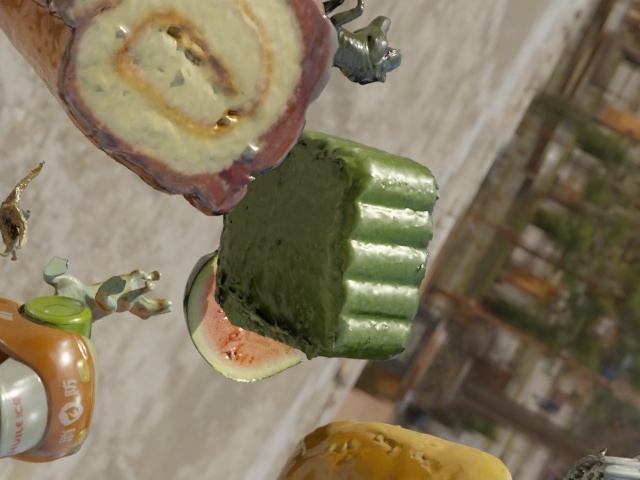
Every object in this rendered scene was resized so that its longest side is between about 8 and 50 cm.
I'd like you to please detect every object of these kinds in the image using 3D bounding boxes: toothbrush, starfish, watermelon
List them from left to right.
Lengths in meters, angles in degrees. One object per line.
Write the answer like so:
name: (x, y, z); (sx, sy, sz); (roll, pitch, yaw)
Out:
starfish: (-0.374, -0.040, 2.082); (0.133, 0.041, 0.130); (-174, -81, -78)
watermelon: (-0.101, 0.083, 1.740); (0.087, 0.163, 0.069); (-39, -152, -13)
toothbrush: (0.062, 0.128, 0.618); (0.257, 0.024, 0.018); (119, -23, -58)

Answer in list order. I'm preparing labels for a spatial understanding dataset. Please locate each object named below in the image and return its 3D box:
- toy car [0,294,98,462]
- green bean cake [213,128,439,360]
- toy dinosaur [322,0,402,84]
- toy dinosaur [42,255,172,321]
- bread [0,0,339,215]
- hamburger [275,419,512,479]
toy car: (-0.323, 0.134, 1.495); (0.235, 0.235, 0.145); (-37, 137, -64)
green bean cake: (0.000, 0.000, 1.564); (0.113, 0.214, 0.200); (4, 97, -38)
toy dinosaur: (-0.022, -0.113, 1.335); (0.087, 0.187, 0.179); (-123, -146, -74)
toy dinosaur: (-0.254, 0.066, 1.761); (0.212, 0.057, 0.142); (-13, 158, -15)
bread: (-0.107, -0.151, 1.090); (0.190, 0.123, 0.244); (-53, 135, 0)
hamburger: (0.068, 0.321, 1.574); (0.318, 0.318, 0.158); (-60, 144, -9)
